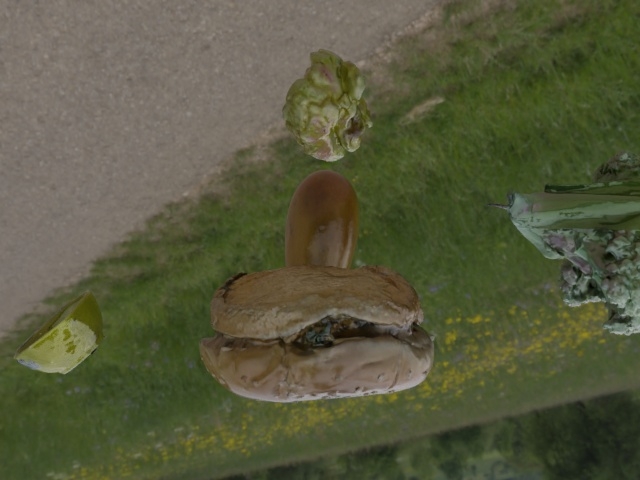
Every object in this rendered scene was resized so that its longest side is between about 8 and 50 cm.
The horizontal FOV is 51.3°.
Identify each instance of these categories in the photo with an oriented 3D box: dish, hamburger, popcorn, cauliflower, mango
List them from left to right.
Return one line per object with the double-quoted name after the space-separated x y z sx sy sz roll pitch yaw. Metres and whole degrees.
-0.399 0.157 1.050 0.149 0.080 0.207 -47 -165 -29 "dish"
-0.018 0.103 0.741 0.286 0.146 0.243 0 -178 26 "hamburger"
0.000 0.000 1.033 0.113 0.253 0.138 14 155 -16 "mango"
0.006 -0.139 0.704 0.097 0.089 0.109 -34 147 -60 "popcorn"
0.393 -0.011 0.963 0.315 0.256 0.239 17 -177 10 "cauliflower"
